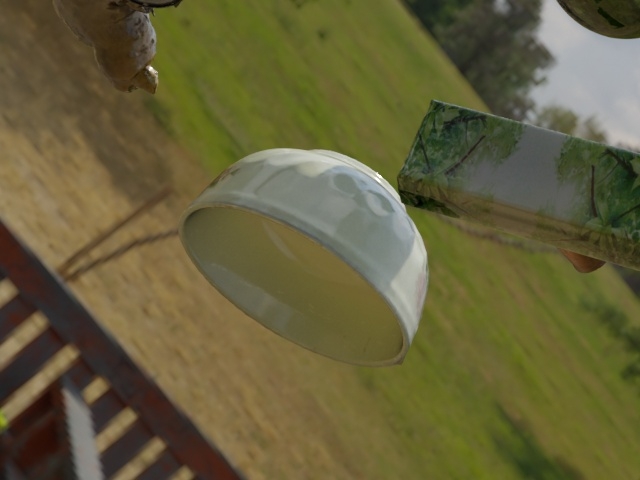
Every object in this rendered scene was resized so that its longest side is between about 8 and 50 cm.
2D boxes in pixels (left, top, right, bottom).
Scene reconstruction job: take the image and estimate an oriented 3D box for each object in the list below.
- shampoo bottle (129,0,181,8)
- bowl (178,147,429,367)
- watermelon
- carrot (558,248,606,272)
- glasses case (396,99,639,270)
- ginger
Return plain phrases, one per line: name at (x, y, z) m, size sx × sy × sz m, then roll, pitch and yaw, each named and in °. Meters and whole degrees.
shampoo bottle at (-0.100, -0.259, 1.081) m, size 0.072 × 0.072 × 0.214 m, roll 49°, pitch 39°, yaw -35°
bowl at (0.000, 0.000, 1.576) m, size 0.277 × 0.145 × 0.277 m, roll 24°, pitch -25°, yaw 12°
watermelon at (0.340, -0.333, 1.692) m, size 0.214 × 0.188 × 0.188 m, roll 44°, pitch 8°, yaw -27°
carrot at (0.267, -0.033, 1.735) m, size 0.224 × 0.057 × 0.057 m, roll 38°, pitch 13°, yaw -43°
glasses case at (0.213, -0.045, 1.360) m, size 0.272 × 0.095 × 0.062 m, roll 17°, pitch -27°, yaw 18°
ginger at (-0.182, -0.254, 1.275) m, size 0.166 × 0.080 × 0.333 m, roll 32°, pitch -32°, yaw 14°
